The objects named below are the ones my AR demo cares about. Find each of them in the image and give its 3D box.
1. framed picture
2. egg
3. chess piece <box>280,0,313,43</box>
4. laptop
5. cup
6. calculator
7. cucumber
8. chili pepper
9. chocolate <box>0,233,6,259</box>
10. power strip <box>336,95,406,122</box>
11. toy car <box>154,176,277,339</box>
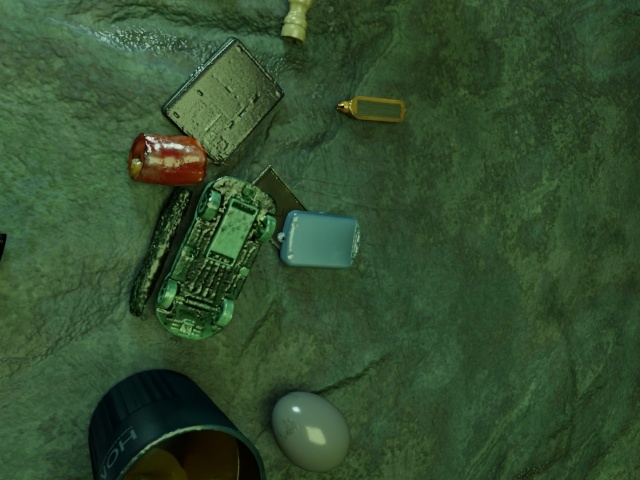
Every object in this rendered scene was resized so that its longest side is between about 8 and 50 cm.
[{"bbox_3d":[-0.094,-0.066,1.086,0.109,0.011,0.149,-48,116,-16],"label":"framed picture"},{"bbox_3d":[-0.020,0.404,1.115,0.146,0.146,0.198,-44,107,-17],"label":"egg"},{"bbox_3d":[-0.042,-0.455,1.034,0.066,0.066,0.122,5,99,-30],"label":"chess piece"},{"bbox_3d":[-0.180,-0.265,1.001,0.154,0.026,0.207,46,75,-27],"label":"laptop"},{"bbox_3d":[-0.266,0.400,0.894,0.242,0.292,0.307,7,95,-30],"label":"cup"},{"bbox_3d":[0.000,0.000,1.124,0.210,0.039,0.121,4,97,-33],"label":"calculator"},{"bbox_3d":[-0.298,0.019,0.966,0.044,0.043,0.256,23,87,-25],"label":"cucumber"},{"bbox_3d":[-0.244,-0.142,0.952,0.192,0.084,0.086,2,129,-27],"label":"chili pepper"},{"bbox_3d":[-0.567,0.004,0.802,0.147,0.070,0.072,9,65,-30],"label":"chocolate"},{"bbox_3d":[0.112,-0.289,1.160,0.178,0.028,0.049,-3,99,-29],"label":"power strip"},{"bbox_3d":[-0.200,0.028,0.976,0.136,0.125,0.305,23,95,-29],"label":"toy car"}]
